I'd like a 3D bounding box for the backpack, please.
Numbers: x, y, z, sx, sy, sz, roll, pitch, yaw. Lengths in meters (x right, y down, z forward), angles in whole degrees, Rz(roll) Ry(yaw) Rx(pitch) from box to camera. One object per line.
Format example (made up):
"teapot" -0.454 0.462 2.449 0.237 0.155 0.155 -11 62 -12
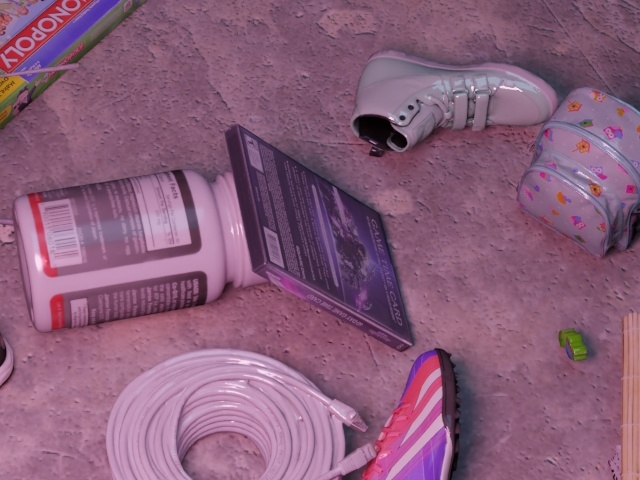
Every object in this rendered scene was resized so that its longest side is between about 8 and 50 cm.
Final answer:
"backpack" 0.329 -0.084 2.168 0.166 0.188 0.144 36 58 19

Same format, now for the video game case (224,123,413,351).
"video game case" 0.000 0.000 2.058 0.026 0.274 0.196 -31 51 24

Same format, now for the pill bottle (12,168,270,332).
"pill bottle" -0.201 0.005 2.068 0.283 0.161 0.161 -9 55 -13

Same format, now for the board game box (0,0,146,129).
"board game box" -0.407 -0.286 2.334 0.213 0.046 0.317 31 57 18

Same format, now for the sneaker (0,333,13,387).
"sneaker" -0.462 0.068 2.031 0.271 0.108 0.100 27 58 16

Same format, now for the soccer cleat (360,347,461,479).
"soccer cleat" 0.090 0.252 1.954 0.116 0.108 0.318 5 56 3

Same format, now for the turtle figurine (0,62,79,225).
"turtle figurine" -0.463 -0.110 2.149 0.266 0.198 0.274 3 10 25

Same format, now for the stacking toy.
"stacking toy" 0.386 0.176 2.073 0.167 0.052 0.221 -11 54 -15

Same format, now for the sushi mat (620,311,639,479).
"sushi mat" 0.408 0.219 1.995 0.151 0.019 0.316 9 51 -1

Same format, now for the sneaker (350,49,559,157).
"sneaker" 0.163 -0.151 2.259 0.256 0.094 0.151 9 47 13

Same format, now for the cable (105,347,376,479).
"cable" -0.103 0.234 1.956 0.257 0.089 0.257 39 60 22
